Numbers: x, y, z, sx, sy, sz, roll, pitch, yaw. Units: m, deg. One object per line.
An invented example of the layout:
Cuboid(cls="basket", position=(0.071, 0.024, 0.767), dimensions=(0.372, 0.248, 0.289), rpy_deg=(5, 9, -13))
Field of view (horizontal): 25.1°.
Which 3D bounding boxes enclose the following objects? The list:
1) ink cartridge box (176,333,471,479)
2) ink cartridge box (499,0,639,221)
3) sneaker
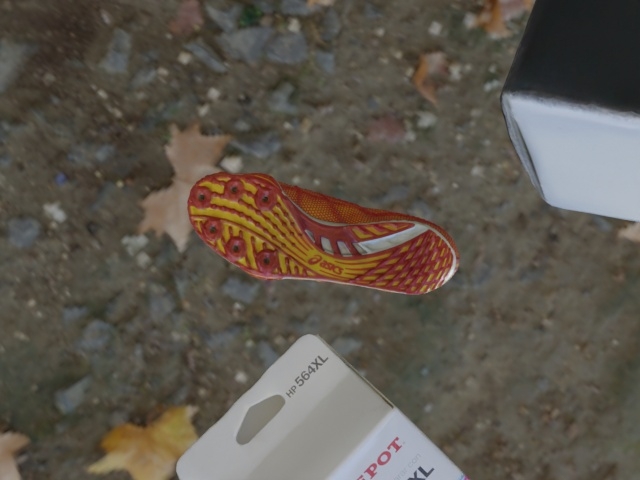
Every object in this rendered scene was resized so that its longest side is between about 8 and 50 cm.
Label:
Cuboid(cls="ink cartridge box", position=(0.014, 0.119, 0.629), dimensions=(0.092, 0.090, 0.143), rpy_deg=(-46, 118, -4))
Cuboid(cls="ink cartridge box", position=(0.239, -0.063, 0.297), dimensions=(0.176, 0.371, 0.069), rpy_deg=(-70, 156, -18))
Cuboid(cls="sneaker", position=(0.000, 0.000, 0.903), dimensions=(0.175, 0.067, 0.064), rpy_deg=(17, 94, 6))
